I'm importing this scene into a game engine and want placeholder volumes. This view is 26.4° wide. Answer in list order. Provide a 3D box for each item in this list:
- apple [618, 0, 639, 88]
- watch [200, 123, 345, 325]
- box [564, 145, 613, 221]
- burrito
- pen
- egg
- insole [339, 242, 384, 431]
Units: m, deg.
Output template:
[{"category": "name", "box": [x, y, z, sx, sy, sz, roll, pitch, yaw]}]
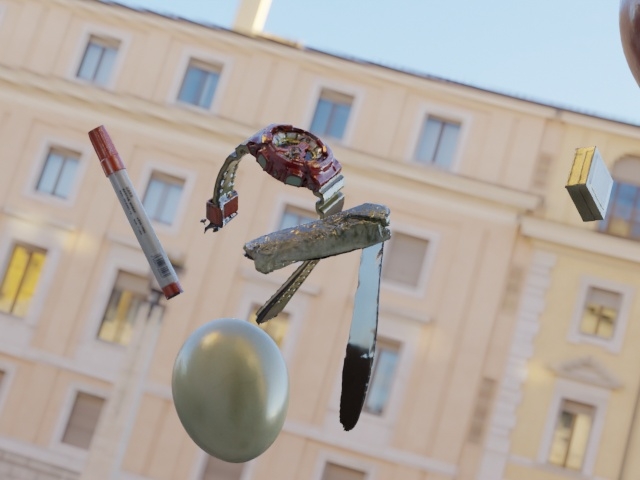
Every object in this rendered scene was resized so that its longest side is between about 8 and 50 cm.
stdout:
[{"category": "apple", "box": [0.487, -0.248, 1.414, 0.348, 0.348, 0.277, -1, -36, 50]}, {"category": "watch", "box": [-0.068, -0.025, 1.742, 0.165, 0.102, 0.268, 40, -51, 8]}, {"category": "box", "box": [0.392, -0.081, 1.977, 0.035, 0.079, 0.083, -5, -44, 33]}, {"category": "burrito", "box": [0.000, -0.002, 1.520, 0.171, 0.051, 0.042, -13, -46, -13]}, {"category": "pen", "box": [-0.234, -0.036, 1.718, 0.028, 0.239, 0.028, -26, -5, -2]}, {"category": "egg", "box": [-0.138, 0.233, 2.128, 0.186, 0.242, 0.186, -9, -42, -8]}, {"category": "insole", "box": [0.062, 0.109, 1.934, 0.007, 0.328, 0.111, 14, -19, -19]}]
